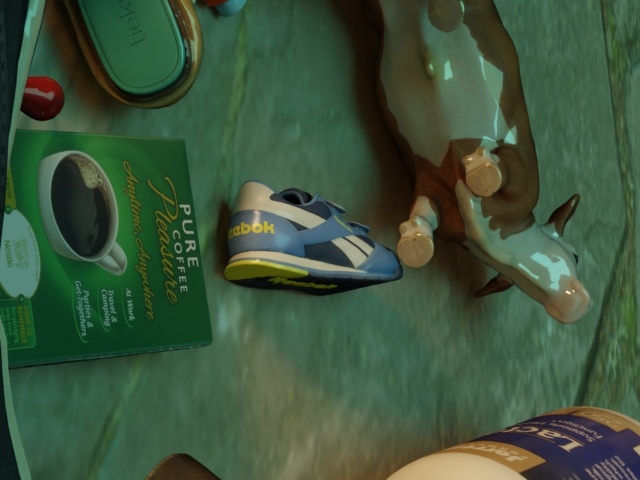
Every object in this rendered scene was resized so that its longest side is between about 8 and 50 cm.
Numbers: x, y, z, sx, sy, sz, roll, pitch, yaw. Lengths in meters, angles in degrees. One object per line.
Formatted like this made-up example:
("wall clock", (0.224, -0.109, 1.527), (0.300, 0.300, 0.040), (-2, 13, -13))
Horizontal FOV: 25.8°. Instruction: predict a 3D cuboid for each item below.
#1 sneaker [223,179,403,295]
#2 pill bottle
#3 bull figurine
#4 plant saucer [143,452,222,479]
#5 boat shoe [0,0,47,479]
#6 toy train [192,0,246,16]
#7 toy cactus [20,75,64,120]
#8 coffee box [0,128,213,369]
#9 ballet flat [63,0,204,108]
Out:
("sneaker", (0.000, 0.000, 0.829), (0.144, 0.053, 0.059), (13, 66, -52))
("pill bottle", (0.111, 0.192, 0.827), (0.265, 0.153, 0.153), (-6, 83, -55))
("bull figurine", (0.092, -0.077, 0.923), (0.310, 0.101, 0.188), (70, 17, -1))
("plant saucer", (-0.057, 0.239, 0.534), (0.310, 0.050, 0.310), (6, 90, -82))
("boat shoe", (-0.176, 0.031, 0.426), (0.156, 0.187, 0.500), (65, 27, -75))
("toy train", (-0.074, -0.220, 0.807), (0.166, 0.046, 0.125), (54, 41, -28))
("toy cactus", (-0.178, -0.162, 0.605), (0.180, 0.112, 0.219), (-4, 102, -38))
("coffee box", (-0.130, 0.005, 0.661), (0.184, 0.040, 0.113), (-4, 82, -53))
("ballet flat", (-0.122, -0.179, 0.723), (0.073, 0.080, 0.232), (-85, 159, -81))
